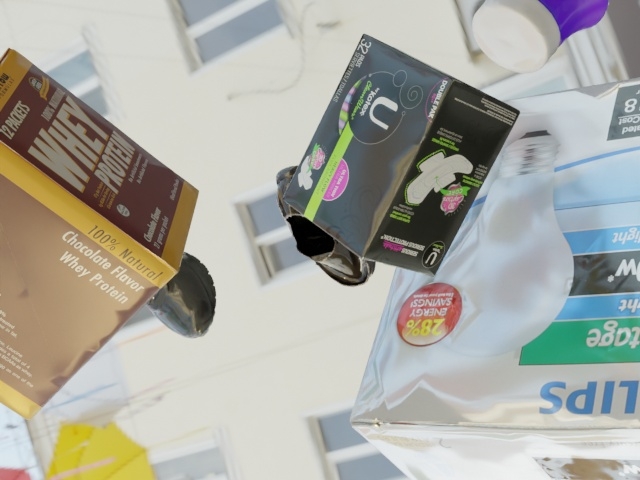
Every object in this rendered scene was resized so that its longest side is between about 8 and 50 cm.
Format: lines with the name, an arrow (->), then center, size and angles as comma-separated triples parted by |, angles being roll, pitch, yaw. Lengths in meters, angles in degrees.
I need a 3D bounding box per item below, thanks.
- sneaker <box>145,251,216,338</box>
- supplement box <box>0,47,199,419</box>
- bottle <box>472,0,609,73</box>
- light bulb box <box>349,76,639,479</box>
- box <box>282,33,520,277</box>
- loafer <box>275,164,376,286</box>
sneaker -> -0.259, 0.038, 1.530 | 0.286, 0.109, 0.130 | 41, -151, 26
supplement box -> -0.234, -0.003, 0.875 | 0.191, 0.194, 0.129 | 38, -155, -18
bottle -> 0.223, -0.249, 0.904 | 0.092, 0.118, 0.283 | 39, -113, 2
light bulb box -> 0.266, 0.061, 1.026 | 0.225, 0.358, 0.361 | 46, -130, -39
box -> 0.034, -0.036, 0.491 | 0.052, 0.083, 0.062 | 16, -165, -46
loafer -> 0.000, 0.000, 1.391 | 0.220, 0.080, 0.078 | 51, -141, -43
